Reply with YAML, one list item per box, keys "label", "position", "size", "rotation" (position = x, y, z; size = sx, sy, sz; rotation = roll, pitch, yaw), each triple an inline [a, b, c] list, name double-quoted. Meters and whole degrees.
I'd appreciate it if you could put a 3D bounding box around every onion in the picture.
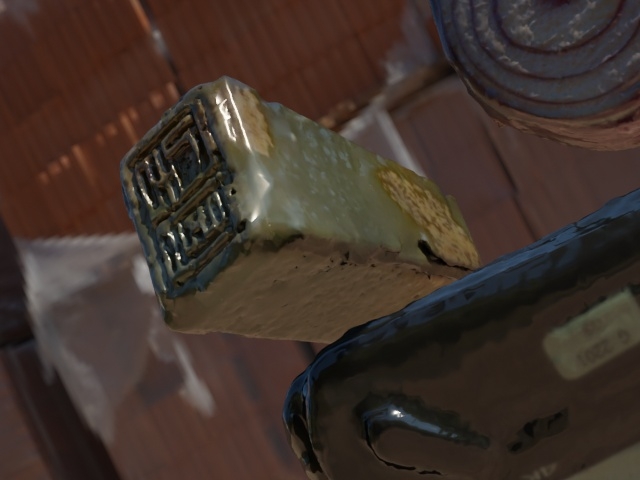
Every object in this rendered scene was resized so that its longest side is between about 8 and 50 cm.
- label: "onion"
  position: [0.271, -0.237, 1.677]
  size: [0.282, 0.336, 0.260]
  rotation: [-43, -22, 19]

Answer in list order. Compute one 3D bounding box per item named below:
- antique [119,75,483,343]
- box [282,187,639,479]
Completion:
- label: "antique"
  position: [0.000, 0.000, 1.263]
  size: [0.284, 0.150, 0.125]
  rotation: [18, -48, -43]
- label: "box"
  position: [0.196, 0.152, 0.997]
  size: [0.359, 0.350, 0.091]
  rotation: [-27, 15, 5]
